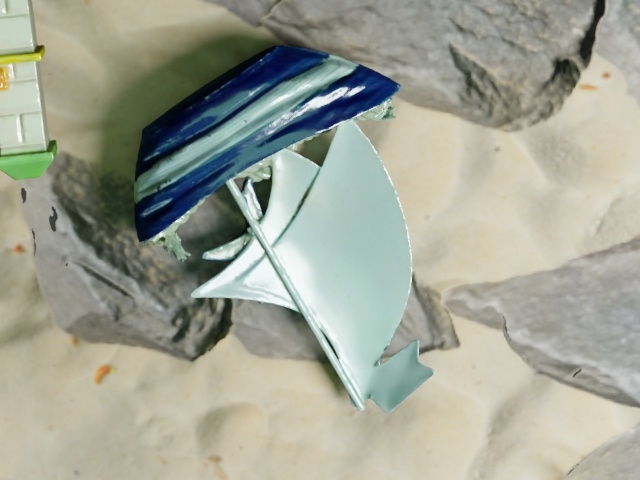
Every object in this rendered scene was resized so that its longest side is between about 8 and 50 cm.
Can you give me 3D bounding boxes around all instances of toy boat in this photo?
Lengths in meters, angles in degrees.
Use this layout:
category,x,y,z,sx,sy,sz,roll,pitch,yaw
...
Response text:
category,x,y,z,sx,sy,sz,roll,pitch,yaw
toy boat,-0.031,0.000,1.425,0.210,0.070,0.292,-7,104,-1

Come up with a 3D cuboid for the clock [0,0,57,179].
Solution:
category,x,y,z,sx,sy,sz,roll,pitch,yaw
clock,-0.309,-0.154,1.347,0.219,0.106,0.255,-7,102,-4
